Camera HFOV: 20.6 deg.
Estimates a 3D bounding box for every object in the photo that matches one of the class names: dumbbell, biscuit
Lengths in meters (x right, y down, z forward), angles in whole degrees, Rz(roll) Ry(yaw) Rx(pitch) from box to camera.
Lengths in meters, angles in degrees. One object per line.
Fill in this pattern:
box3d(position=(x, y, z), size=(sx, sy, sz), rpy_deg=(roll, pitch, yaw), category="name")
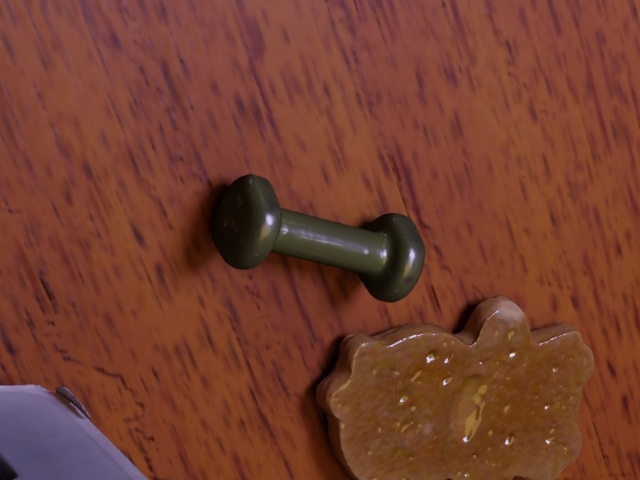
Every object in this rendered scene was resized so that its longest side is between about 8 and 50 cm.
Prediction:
box3d(position=(0.000, 0.000, 0.951), size=(0.118, 0.052, 0.046), rpy_deg=(14, 122, -32), category="dumbbell")
box3d(position=(0.083, 0.101, 1.046), size=(0.184, 0.027, 0.133), rpy_deg=(-14, 113, -24), category="biscuit")

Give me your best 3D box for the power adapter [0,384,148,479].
box3d(position=(-0.157, 0.220, 0.855), size=(0.124, 0.187, 0.255), rpy_deg=(-6, 110, -27), category="power adapter")
